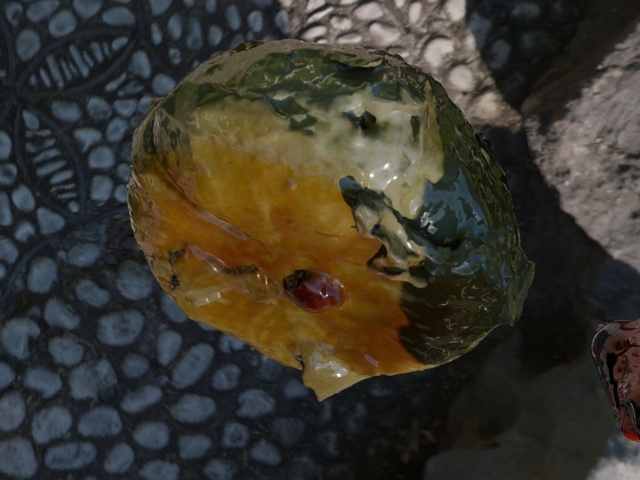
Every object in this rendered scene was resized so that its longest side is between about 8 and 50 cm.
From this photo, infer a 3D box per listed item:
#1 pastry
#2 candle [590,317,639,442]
[{"bbox_3d":[-0.005,-0.003,0.535,0.257,0.235,0.121,50,46,-36],"label":"pastry"},{"bbox_3d":[0.283,0.126,0.798,0.084,0.301,0.059,-39,89,20],"label":"candle"}]
